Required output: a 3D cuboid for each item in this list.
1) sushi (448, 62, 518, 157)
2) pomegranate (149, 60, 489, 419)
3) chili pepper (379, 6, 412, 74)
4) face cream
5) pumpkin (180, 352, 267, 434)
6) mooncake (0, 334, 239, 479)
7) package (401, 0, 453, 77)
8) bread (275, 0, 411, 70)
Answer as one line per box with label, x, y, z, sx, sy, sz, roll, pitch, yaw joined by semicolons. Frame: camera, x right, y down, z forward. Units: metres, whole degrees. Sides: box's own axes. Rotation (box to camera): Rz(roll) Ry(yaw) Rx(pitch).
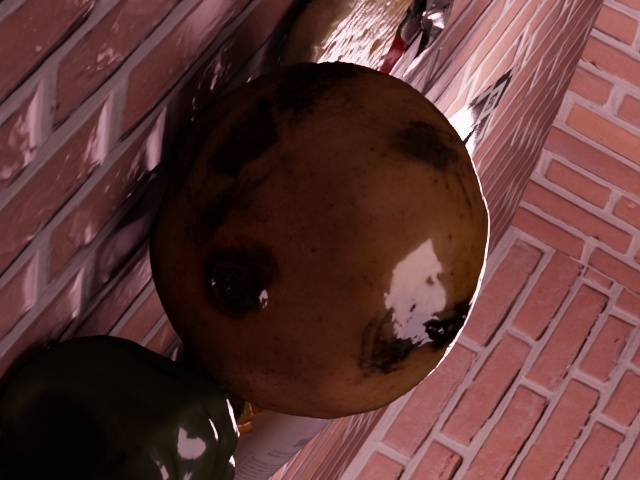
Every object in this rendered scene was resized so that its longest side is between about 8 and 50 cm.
sushi;0.132;-0.082;2.665;0.343;0.064;0.359;-39;158;-53
pomegranate;0.000;0.000;1.612;0.322;0.322;0.322;-57;169;-18
chili pepper;0.048;-0.186;2.019;0.191;0.050;0.059;-52;-175;-7
face cream;-0.060;0.222;2.215;0.345;0.102;0.102;-47;180;36
pumpkin;-0.126;0.151;2.040;0.254;0.130;0.149;131;-51;-75
mooncake;-0.215;0.257;1.604;0.351;0.187;0.351;-60;170;-18
package;0.159;-0.315;2.253;0.154;0.030;0.239;-55;168;-34
bread;0.018;-0.197;1.843;0.316;0.054;0.316;-56;168;-18
